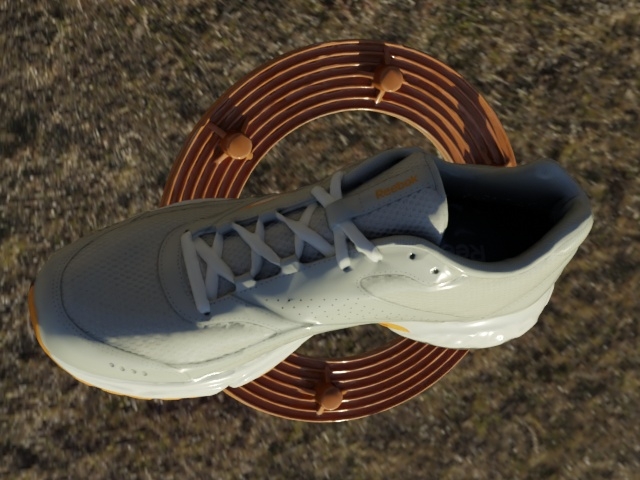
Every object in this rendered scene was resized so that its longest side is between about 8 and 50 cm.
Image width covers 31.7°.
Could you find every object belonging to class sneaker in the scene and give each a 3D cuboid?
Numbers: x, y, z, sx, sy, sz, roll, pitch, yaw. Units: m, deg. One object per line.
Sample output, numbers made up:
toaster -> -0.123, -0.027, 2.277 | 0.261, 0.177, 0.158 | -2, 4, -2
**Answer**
sneaker -> 0.000, 0.000, 0.515 | 0.263, 0.099, 0.121 | -8, 157, -17

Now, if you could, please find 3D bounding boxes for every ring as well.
ring -> 0.028, 0.000, 0.951 | 0.337, 0.032, 0.336 | -6, 106, -22
